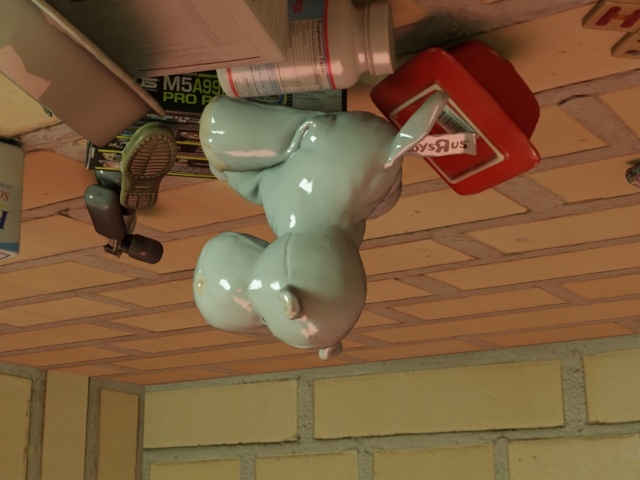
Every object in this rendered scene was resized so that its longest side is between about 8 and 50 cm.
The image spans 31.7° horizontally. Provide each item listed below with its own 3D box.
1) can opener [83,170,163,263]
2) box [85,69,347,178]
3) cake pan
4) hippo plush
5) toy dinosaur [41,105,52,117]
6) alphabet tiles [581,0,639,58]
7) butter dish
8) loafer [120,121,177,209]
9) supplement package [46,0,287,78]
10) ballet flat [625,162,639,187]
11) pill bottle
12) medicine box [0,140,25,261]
[{"bbox_3d":[-0.268,-0.031,1.595,0.095,0.076,0.283,20,164,0],"label":"can opener"},{"bbox_3d":[-0.126,-0.130,1.288,0.270,0.060,0.216,4,165,-13],"label":"box"},{"bbox_3d":[-0.238,-0.169,0.802,0.293,0.054,0.293,41,178,1],"label":"cake pan"},{"bbox_3d":[0.000,0.000,1.131,0.294,0.236,0.234,4,165,23],"label":"hippo plush"},{"bbox_3d":[-0.256,-0.182,1.090,0.268,0.064,0.118,-6,149,22],"label":"toy dinosaur"},{"bbox_3d":[0.416,-0.233,1.018,0.285,0.011,0.342,2,165,-11],"label":"alphabet tiles"},{"bbox_3d":[0.159,-0.144,1.160,0.160,0.118,0.160,46,155,-9],"label":"butter dish"},{"bbox_3d":[-0.195,-0.089,1.237,0.056,0.050,0.148,3,149,-23],"label":"loafer"},{"bbox_3d":[-0.120,-0.225,0.788,0.139,0.133,0.244,-4,165,13],"label":"supplement package"},{"bbox_3d":[0.463,-0.083,1.530,0.114,0.041,0.041,10,161,-38],"label":"ballet flat"},{"bbox_3d":[-0.013,-0.181,1.047,0.160,0.087,0.087,-3,165,9],"label":"pill bottle"},{"bbox_3d":[-0.559,-0.050,1.397,0.289,0.149,0.263,-14,160,39],"label":"medicine box"}]
